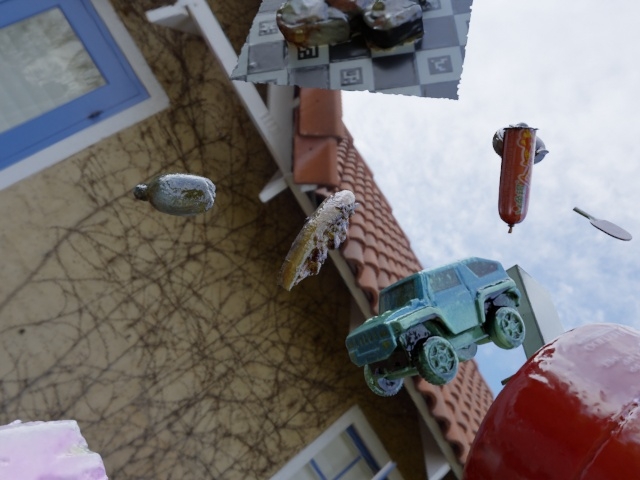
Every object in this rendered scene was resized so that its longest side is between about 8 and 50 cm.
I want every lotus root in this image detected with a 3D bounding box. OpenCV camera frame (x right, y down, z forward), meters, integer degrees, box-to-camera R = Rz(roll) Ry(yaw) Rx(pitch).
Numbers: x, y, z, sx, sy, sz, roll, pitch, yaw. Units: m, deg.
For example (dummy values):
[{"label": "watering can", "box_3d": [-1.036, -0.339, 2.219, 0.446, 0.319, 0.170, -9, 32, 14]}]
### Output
[{"label": "lotus root", "box_3d": [-0.354, -0.114, 1.283, 0.088, 0.192, 0.113, 112, -24, -49]}]

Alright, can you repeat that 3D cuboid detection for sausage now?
[{"label": "sausage", "box_3d": [0.265, -0.081, 0.718, 0.048, 0.050, 0.145, 7, -81, 22]}]

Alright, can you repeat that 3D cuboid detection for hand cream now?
[{"label": "hand cream", "box_3d": [0.193, 0.156, 0.322, 0.125, 0.193, 0.193, 33, -29, 57]}]

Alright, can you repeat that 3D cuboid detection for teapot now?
[{"label": "teapot", "box_3d": [0.408, -0.199, 1.068, 0.129, 0.098, 0.078, -117, -158, -47]}]

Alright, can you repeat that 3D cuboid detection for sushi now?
[{"label": "sushi", "box_3d": [0.057, -0.366, 0.779, 0.340, 0.319, 0.068, 9, -25, 15]}]

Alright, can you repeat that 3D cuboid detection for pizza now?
[{"label": "pizza", "box_3d": [0.000, 0.000, 1.233, 0.086, 0.305, 0.161, 27, -26, 13]}]

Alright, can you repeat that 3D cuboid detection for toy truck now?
[{"label": "toy truck", "box_3d": [0.177, 0.126, 0.806, 0.155, 0.279, 0.156, -38, -111, 54]}]

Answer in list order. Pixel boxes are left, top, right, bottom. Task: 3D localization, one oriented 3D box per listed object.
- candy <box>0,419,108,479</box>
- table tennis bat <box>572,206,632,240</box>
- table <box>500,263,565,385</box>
[{"label": "candy", "box_3d": [-0.355, 0.262, 0.495, 0.115, 0.155, 0.265, 53, 14, 27]}, {"label": "table tennis bat", "box_3d": [0.697, -0.041, 1.309, 0.156, 0.087, 0.013, 45, -49, 41]}, {"label": "table", "box_3d": [0.387, 0.183, 0.993, 0.122, 0.240, 0.111, 35, -56, -25]}]
